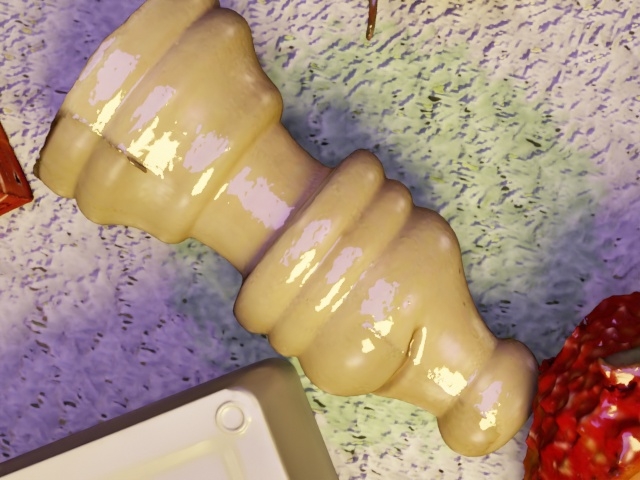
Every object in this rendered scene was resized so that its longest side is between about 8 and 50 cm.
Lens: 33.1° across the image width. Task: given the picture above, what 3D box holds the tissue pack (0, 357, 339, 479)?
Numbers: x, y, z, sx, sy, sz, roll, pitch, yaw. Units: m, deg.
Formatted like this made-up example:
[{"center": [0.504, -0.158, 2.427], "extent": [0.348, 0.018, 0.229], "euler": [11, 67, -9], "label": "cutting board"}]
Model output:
[{"center": [-0.112, 0.184, 0.604], "extent": [0.246, 0.136, 0.159], "euler": [-21, 86, 6], "label": "tissue pack"}]

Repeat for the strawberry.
[{"center": [0.182, 0.120, 0.591], "extent": [0.175, 0.098, 0.228], "euler": [-8, 129, -19], "label": "strawberry"}]

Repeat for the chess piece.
[{"center": [0.000, 0.000, 0.615], "extent": [0.307, 0.124, 0.139], "euler": [39, 60, 2], "label": "chess piece"}]

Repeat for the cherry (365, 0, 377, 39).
[{"center": [0.098, -0.242, 0.571], "extent": [0.250, 0.175, 0.192], "euler": [-23, 96, 4], "label": "cherry"}]

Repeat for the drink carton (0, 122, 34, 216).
[{"center": [-0.302, -0.022, 0.662], "extent": [0.223, 0.071, 0.096], "euler": [-24, 85, 5], "label": "drink carton"}]
